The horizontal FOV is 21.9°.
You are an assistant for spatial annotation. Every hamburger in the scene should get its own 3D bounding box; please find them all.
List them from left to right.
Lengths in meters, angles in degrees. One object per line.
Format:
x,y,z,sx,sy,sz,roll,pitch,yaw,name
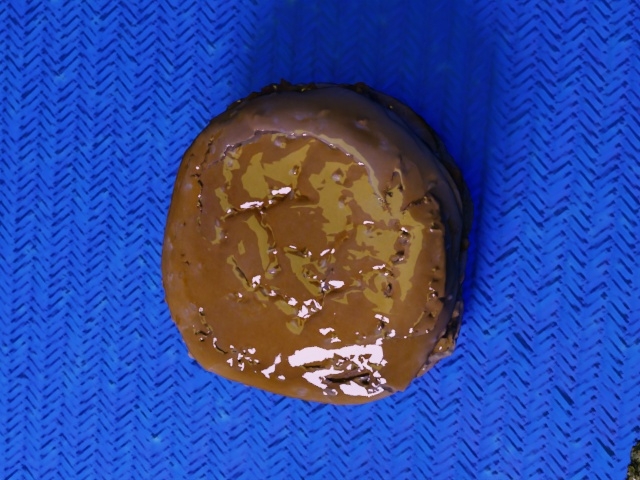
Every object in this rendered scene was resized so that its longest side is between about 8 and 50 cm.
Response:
-0.002,-0.001,1.051,0.213,0.108,0.214,4,103,20,hamburger

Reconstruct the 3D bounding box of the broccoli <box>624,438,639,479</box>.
0.231,0.162,0.977,0.131,0.130,0.120,31,153,-12,broccoli
